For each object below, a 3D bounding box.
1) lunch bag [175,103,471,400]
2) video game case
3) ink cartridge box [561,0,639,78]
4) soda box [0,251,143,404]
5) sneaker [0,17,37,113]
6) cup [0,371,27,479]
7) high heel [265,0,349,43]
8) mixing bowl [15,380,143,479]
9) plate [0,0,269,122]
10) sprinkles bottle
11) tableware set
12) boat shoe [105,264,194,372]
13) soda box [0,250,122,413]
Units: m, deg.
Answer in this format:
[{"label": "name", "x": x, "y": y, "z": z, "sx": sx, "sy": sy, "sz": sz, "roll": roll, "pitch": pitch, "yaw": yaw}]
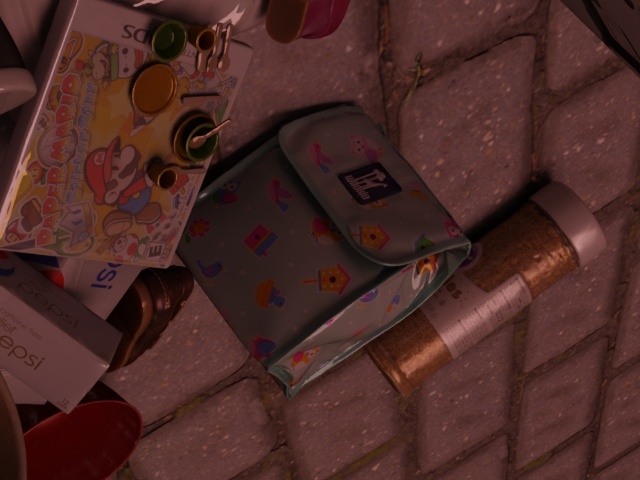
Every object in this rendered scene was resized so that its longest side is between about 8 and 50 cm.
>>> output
[{"label": "lunch bag", "x": 0.000, "y": 0.000, "z": 1.313, "sx": 0.262, "sy": 0.223, "sz": 0.160, "roll": -36, "pitch": 155, "yaw": -3}, {"label": "video game case", "x": -0.174, "y": -0.088, "z": 1.082, "sx": 0.206, "sy": 0.026, "sz": 0.227, "roll": 9, "pitch": 109, "yaw": -49}, {"label": "ink cartridge box", "x": 0.337, "y": -0.265, "z": 1.239, "sx": 0.129, "sy": 0.307, "sz": 0.223, "roll": -39, "pitch": 148, "yaw": 5}, {"label": "soda box", "x": -0.258, "y": 0.034, "z": 1.227, "sx": 0.098, "sy": 0.091, "sz": 0.286, "roll": 13, "pitch": 121, "yaw": -50}, {"label": "sneaker", "x": -0.366, "y": -0.133, "z": 0.912, "sx": 0.295, "sy": 0.147, "sz": 0.104, "roll": -17, "pitch": 177, "yaw": 5}, {"label": "cup", "x": -0.464, "y": 0.214, "z": 1.089, "sx": 0.237, "sy": 0.331, "sz": 0.331, "roll": -30, "pitch": 156, "yaw": 35}, {"label": "high heel", "x": 0.021, "y": -0.296, "z": 1.132, "sx": 0.117, "sy": 0.082, "sz": 0.244, "roll": -39, "pitch": 148, "yaw": -59}, {"label": "mixing bowl", "x": -0.302, "y": 0.208, "z": 1.391, "sx": 0.181, "sy": 0.098, "sz": 0.181, "roll": -26, "pitch": 146, "yaw": -19}, {"label": "plate", "x": -0.158, "y": -0.234, "z": 1.041, "sx": 0.277, "sy": 0.045, "sz": 0.278, "roll": -28, "pitch": 146, "yaw": -17}, {"label": "sprinkles bottle", "x": 0.220, "y": 0.066, "z": 1.701, "sx": 0.355, "sy": 0.121, "sz": 0.121, "roll": -36, "pitch": 147, "yaw": -3}, {"label": "tableware set", "x": -0.120, "y": -0.118, "z": 1.080, "sx": 0.104, "sy": 0.024, "sz": 0.154, "roll": -8, "pitch": 121, "yaw": -44}, {"label": "boat shoe", "x": -0.195, "y": 0.085, "z": 1.326, "sx": 0.073, "sy": 0.073, "sz": 0.207, "roll": -22, "pitch": 172, "yaw": -34}, {"label": "soda box", "x": -0.291, "y": 0.059, "z": 1.129, "sx": 0.216, "sy": 0.074, "sz": 0.069, "roll": 38, "pitch": 107, "yaw": -12}]
